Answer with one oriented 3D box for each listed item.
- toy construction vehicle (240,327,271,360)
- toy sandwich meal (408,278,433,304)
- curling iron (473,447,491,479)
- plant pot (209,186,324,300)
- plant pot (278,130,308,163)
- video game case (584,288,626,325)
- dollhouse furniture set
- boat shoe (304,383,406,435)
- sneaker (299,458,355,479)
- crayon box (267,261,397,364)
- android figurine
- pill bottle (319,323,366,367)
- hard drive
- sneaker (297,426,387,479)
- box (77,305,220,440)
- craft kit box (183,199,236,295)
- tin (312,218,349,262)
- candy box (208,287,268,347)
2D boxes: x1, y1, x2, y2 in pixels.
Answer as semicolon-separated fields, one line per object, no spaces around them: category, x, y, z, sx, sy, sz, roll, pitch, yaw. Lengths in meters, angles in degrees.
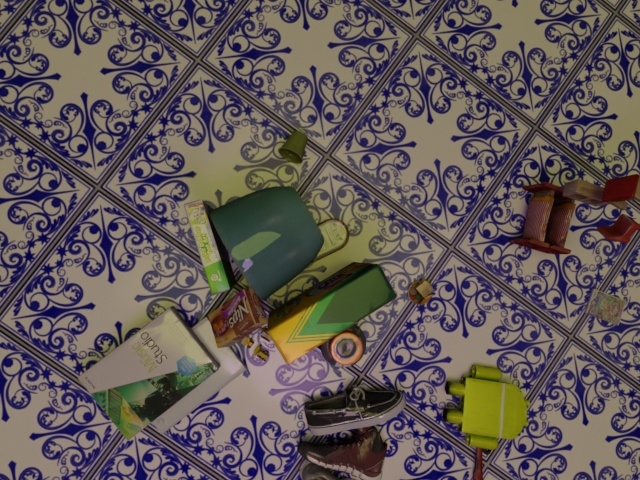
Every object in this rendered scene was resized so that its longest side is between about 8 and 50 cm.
toy construction vehicle;-0.188;0.309;1.414;0.098;0.035;0.085;31;96;-1
toy sandwich meal;0.321;0.165;1.464;0.086;0.029;0.085;0;88;-5
curling iron;0.514;0.749;1.459;0.068;0.035;0.273;9;87;-5
plant pot;-0.132;-0.015;1.292;0.235;0.293;0.292;-31;91;-3
plant pot;-0.077;-0.294;1.425;0.084;0.083;0.079;25;75;-4
video game case;0.948;0.221;1.530;0.122;0.011;0.087;21;87;-4
dollhouse furniture set;0.742;-0.074;1.343;0.152;0.374;0.201;15;85;-9
boat shoe;0.103;0.492;1.392;0.307;0.113;0.104;-13;104;3
sneaker;0.052;0.760;1.373;0.263;0.121;0.099;30;86;-4
crayon box;0.013;0.179;1.268;0.313;0.363;0.106;-29;91;-6
android figurine;0.524;0.522;1.442;0.273;0.056;0.247;8;78;-3
pill bottle;0.058;0.289;1.327;0.131;0.246;0.130;0;88;-5
hard drive;-0.407;0.401;1.384;0.308;0.040;0.203;-37;91;-6
sneaker;0.078;0.613;1.400;0.282;0.106;0.162;24;81;-14
box;-0.489;0.378;1.328;0.322;0.058;0.232;-38;91;-5
craft kit box;-0.306;0.021;1.303;0.061;0.246;0.249;-17;91;-4
tin;0.000;0.000;1.439;0.190;0.040;0.106;-26;86;-5
candy box;-0.241;0.226;1.333;0.187;0.053;0.109;-36;65;34
